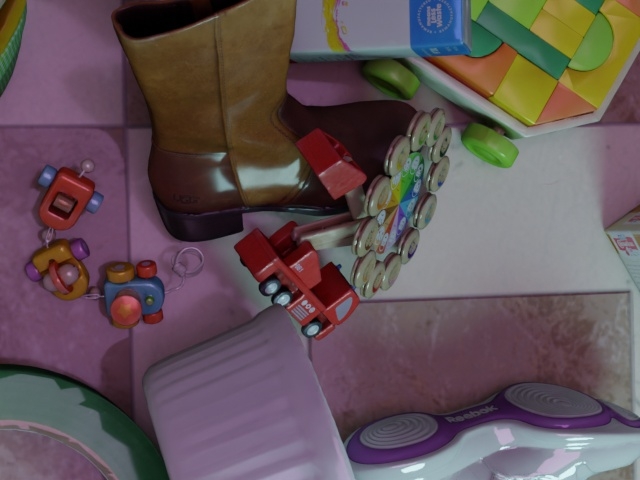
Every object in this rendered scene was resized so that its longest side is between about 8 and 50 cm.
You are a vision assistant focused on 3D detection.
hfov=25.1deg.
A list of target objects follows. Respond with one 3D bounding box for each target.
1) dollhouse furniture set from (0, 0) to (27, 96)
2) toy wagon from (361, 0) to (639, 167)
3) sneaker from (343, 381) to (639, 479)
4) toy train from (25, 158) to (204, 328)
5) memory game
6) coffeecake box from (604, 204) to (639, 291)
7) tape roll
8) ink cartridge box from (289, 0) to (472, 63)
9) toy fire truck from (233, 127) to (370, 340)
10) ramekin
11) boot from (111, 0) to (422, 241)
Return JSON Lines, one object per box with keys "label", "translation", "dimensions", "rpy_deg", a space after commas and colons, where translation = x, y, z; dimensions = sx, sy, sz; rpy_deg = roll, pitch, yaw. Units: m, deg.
{"label": "dollhouse furniture set", "translation": [-0.210, -0.176, 1.185], "dimensions": [0.151, 0.197, 0.301], "rpy_deg": [30, 78, -3]}
{"label": "toy wagon", "translation": [0.144, -0.245, 1.358], "dimensions": [0.344, 0.068, 0.267], "rpy_deg": [32, 82, -13]}
{"label": "sneaker", "translation": [0.165, 0.223, 1.362], "dimensions": [0.305, 0.114, 0.152], "rpy_deg": [-8, 110, -14]}
{"label": "toy train", "translation": [-0.190, 0.013, 1.257], "dimensions": [0.166, 0.046, 0.125], "rpy_deg": [33, 110, -15]}
{"label": "memory game", "translation": [0.075, -0.033, 1.295], "dimensions": [0.012, 0.186, 0.186], "rpy_deg": [23, 83, 20]}
{"label": "coffeecake box", "translation": [0.373, 0.050, 1.382], "dimensions": [0.068, 0.142, 0.185], "rpy_deg": [-34, 99, -13]}
{"label": "tape roll", "translation": [-0.278, 0.269, 1.243], "dimensions": [0.321, 0.077, 0.321], "rpy_deg": [0, 90, -15]}
{"label": "ink cartridge box", "translation": [0.015, -0.228, 1.273], "dimensions": [0.231, 0.078, 0.134], "rpy_deg": [-2, 91, 11]}
{"label": "toy fire truck", "translation": [0.000, 0.000, 1.265], "dimensions": [0.135, 0.047, 0.192], "rpy_deg": [-38, 141, 3]}
{"label": "ramekin", "translation": [-0.051, 0.203, 1.208], "dimensions": [0.135, 0.277, 0.277], "rpy_deg": [-19, 95, -7]}
{"label": "boot", "translation": [-0.031, -0.134, 1.213], "dimensions": [0.264, 0.280, 0.096], "rpy_deg": [-12, 55, -7]}
